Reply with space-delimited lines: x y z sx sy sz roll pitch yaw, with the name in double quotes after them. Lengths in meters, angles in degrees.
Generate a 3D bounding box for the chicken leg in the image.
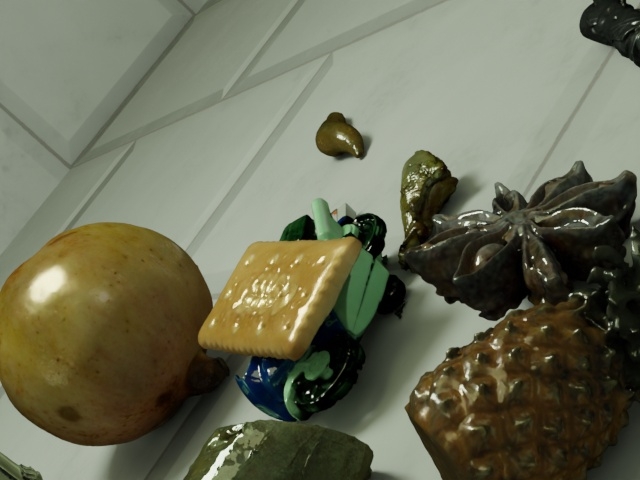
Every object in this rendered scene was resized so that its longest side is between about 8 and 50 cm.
0.127 -0.040 1.640 0.093 0.070 0.178 -50 17 54 "chicken leg"

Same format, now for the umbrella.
0.370 -0.246 1.557 0.236 0.059 0.066 -110 42 -67 "umbrella"

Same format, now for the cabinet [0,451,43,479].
-0.615 0.398 1.946 0.290 0.318 0.227 -30 27 40 "cabinet"

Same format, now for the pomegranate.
-0.283 0.140 1.826 0.338 0.338 0.338 -40 20 18 "pomegranate"

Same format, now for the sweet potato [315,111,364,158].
0.021 -0.175 2.144 0.069 0.059 0.249 -26 17 0 "sweet potato"

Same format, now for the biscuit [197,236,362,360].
-0.054 0.063 1.535 0.249 0.030 0.160 0 56 60 "biscuit"

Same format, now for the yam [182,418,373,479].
-0.084 0.304 1.269 0.168 0.168 0.304 -15 39 56 "yam"

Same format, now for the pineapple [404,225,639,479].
0.232 0.087 1.080 0.340 0.169 0.169 -38 18 -8 "pineapple"

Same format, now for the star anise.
0.208 0.013 1.309 0.223 0.109 0.236 -8 23 27 "star anise"

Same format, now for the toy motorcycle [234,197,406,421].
-0.004 0.096 1.574 0.196 0.125 0.331 -33 28 33 "toy motorcycle"

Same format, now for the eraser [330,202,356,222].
0.000 0.000 1.879 0.122 0.029 0.052 -41 21 19 "eraser"
